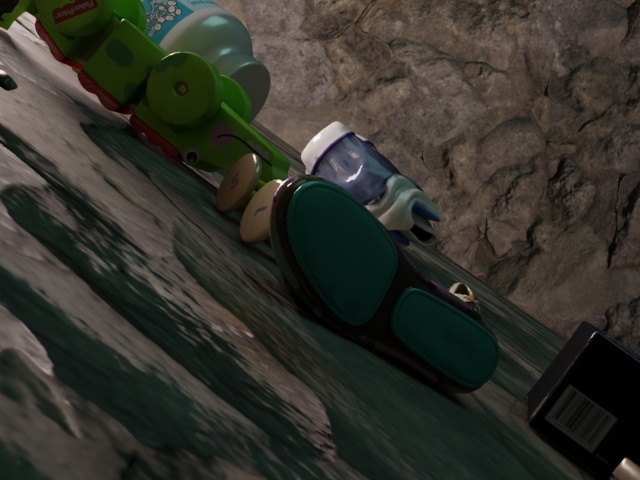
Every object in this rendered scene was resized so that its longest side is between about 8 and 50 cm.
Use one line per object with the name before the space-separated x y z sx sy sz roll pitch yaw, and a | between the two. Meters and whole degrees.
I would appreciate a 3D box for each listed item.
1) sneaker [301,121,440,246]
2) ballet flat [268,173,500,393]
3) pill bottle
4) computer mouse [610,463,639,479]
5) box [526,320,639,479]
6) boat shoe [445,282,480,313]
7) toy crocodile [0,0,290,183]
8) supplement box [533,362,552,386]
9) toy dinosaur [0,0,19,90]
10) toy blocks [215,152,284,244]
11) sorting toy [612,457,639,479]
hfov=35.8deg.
sneaker | 0.094 -0.064 1.626 0.236 0.130 0.323 46 3 11
ballet flat | 0.031 0.033 0.661 0.221 0.077 0.079 38 -15 -32
pill bottle | -0.181 -0.233 1.176 0.264 0.146 0.146 38 6 26
computer mouse | 0.304 0.188 0.616 0.188 0.072 0.272 32 -27 6
box | 0.311 0.187 0.849 0.261 0.103 0.184 36 3 10
boat shoe | 0.166 0.080 1.156 0.049 0.043 0.137 37 7 -4
toy crocodile | -0.166 -0.150 0.894 0.340 0.105 0.115 41 6 6
supplement box | 0.286 0.178 1.078 0.098 0.036 0.062 31 7 -37
toy dinosaur | -0.252 -0.161 0.596 0.268 0.064 0.118 38 20 12
toy blocks | 0.000 0.000 0.774 0.148 0.054 0.123 32 7 -29
sorting toy | 0.224 0.193 0.508 0.274 0.046 0.132 36 5 -27
